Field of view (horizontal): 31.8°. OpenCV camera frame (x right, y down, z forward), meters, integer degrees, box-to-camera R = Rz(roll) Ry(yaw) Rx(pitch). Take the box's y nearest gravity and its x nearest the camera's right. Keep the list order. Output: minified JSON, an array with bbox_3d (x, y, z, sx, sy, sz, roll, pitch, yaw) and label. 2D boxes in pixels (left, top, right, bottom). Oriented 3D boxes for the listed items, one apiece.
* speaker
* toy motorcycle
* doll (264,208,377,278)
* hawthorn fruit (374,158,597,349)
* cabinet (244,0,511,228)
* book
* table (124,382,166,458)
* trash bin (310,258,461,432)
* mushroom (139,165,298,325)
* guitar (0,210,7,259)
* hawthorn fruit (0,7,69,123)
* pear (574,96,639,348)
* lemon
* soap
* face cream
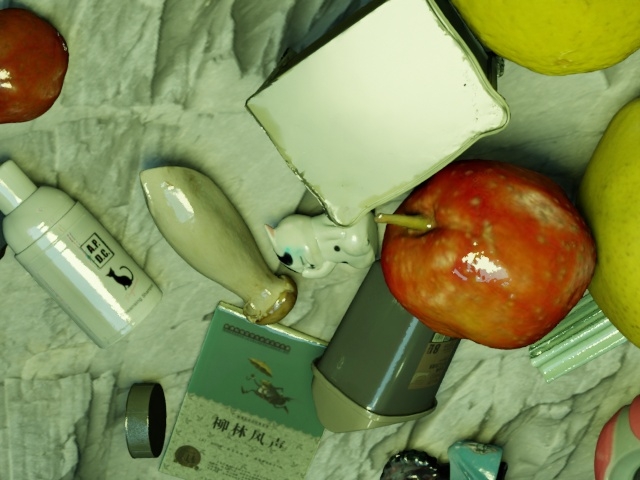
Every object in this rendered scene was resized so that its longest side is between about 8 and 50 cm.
[{"bbox_3d":[0.593,0.378,1.836,0.294,0.294,0.294,3,114,6],"label":"speaker"},{"bbox_3d":[0.296,0.510,1.981,0.232,0.172,0.416,-38,95,27],"label":"toy motorcycle"},{"bbox_3d":[0.007,0.001,1.834,0.180,0.107,0.110,-13,147,8],"label":"doll"},{"bbox_3d":[0.209,0.010,1.581,0.330,0.287,0.287,19,117,-30],"label":"hawthorn fruit"},{"bbox_3d":[0.094,-0.224,1.612,0.290,0.318,0.227,-33,104,19],"label":"cabinet"},{"bbox_3d":[-0.118,0.310,2.025,0.264,0.031,0.379,19,114,-3],"label":"book"},{"bbox_3d":[-0.310,0.320,1.999,0.043,0.133,0.133,-1,113,6],"label":"table"},{"bbox_3d":[0.117,0.179,1.836,0.182,0.209,0.290,37,112,34],"label":"trash bin"},{"bbox_3d":[-0.170,0.001,1.844,0.128,0.128,0.350,-34,112,19],"label":"mushroom"},{"bbox_3d":[-0.605,0.042,1.970,0.084,0.038,0.271,33,113,-6],"label":"guitar"},{"bbox_3d":[-0.492,-0.265,1.734,0.185,0.202,0.185,6,114,14],"label":"hawthorn fruit"},{"bbox_3d":[0.470,-0.021,1.625,0.191,0.340,0.386,-4,77,-2],"label":"pear"},{"bbox_3d":[0.329,-0.390,1.495,0.349,0.350,0.387,-13,145,13],"label":"lemon"},{"bbox_3d":[0.438,0.144,1.837,0.198,0.114,0.063,-34,106,20],"label":"soap"},{"bbox_3d":[-0.437,0.002,1.870,0.145,0.145,0.370,-35,106,20],"label":"face cream"}]
